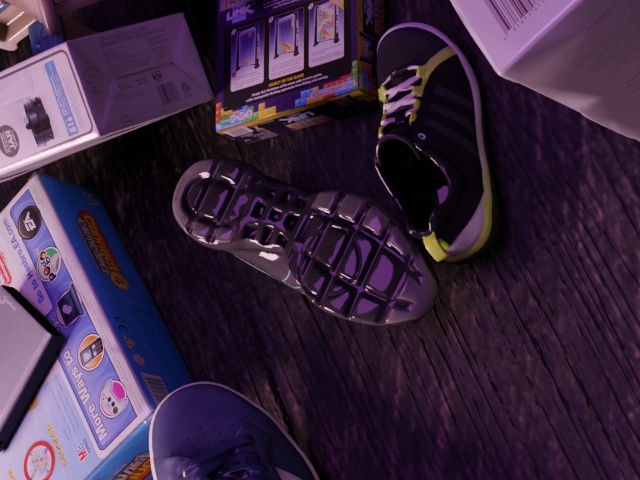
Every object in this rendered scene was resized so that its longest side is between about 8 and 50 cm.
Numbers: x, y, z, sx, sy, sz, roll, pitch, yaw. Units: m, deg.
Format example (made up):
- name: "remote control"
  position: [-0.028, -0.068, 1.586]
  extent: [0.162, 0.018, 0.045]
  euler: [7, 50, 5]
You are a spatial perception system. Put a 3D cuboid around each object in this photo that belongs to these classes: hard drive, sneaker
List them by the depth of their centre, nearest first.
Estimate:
- name: "sneaker"
  position: [-0.045, 0.242, 1.427]
  extent: [0.131, 0.148, 0.350]
  euler: [-31, 61, -5]
- name: "sneaker"
  position: [0.086, -0.090, 1.461]
  extent: [0.084, 0.097, 0.234]
  euler: [-32, 60, 29]
- name: "sneaker"
  position: [0.000, 0.000, 1.511]
  extent: [0.267, 0.106, 0.101]
  euler: [27, 90, 33]
- name: "hard drive"
  position: [-0.300, 0.122, 1.659]
  extent: [0.094, 0.022, 0.135]
  euler: [38, 103, 39]

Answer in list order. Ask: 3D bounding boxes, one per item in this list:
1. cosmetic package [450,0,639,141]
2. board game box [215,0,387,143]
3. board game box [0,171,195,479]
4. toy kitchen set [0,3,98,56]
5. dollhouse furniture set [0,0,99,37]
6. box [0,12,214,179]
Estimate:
- name: "cosmetic package"
  position: [0.309, -0.226, 1.191]
  extent: [0.377, 0.284, 0.097]
  euler: [-43, 54, 23]
- name: "board game box"
  position: [-0.018, -0.175, 1.604]
  extent: [0.170, 0.048, 0.141]
  euler: [-12, 69, 37]
- name: "board game box"
  position: [-0.282, 0.149, 1.710]
  extent: [0.302, 0.086, 0.308]
  euler: [-45, 54, 22]
- name: "toy kitchen set"
  position: [-0.341, -0.189, 1.825]
  extent: [0.207, 0.122, 0.166]
  euler: [-32, 60, 30]
- name: "dollhouse furniture set"
  position: [-0.269, -0.303, 1.634]
  extent: [0.355, 0.303, 0.174]
  euler: [32, 140, 52]
- name: "box"
  position: [-0.263, -0.115, 1.646]
  extent: [0.290, 0.169, 0.087]
  euler: [-18, 94, 39]
